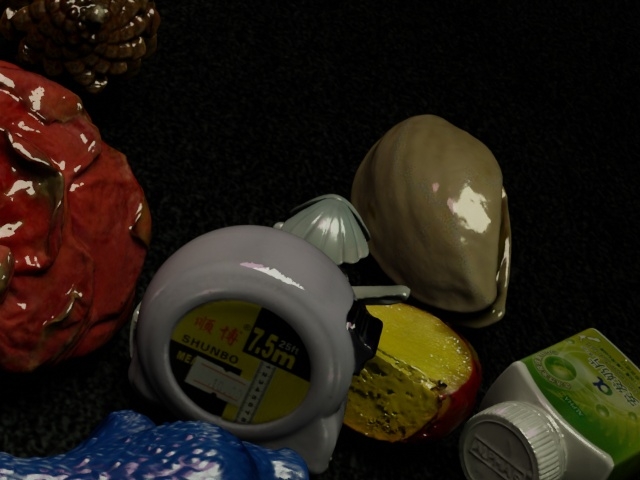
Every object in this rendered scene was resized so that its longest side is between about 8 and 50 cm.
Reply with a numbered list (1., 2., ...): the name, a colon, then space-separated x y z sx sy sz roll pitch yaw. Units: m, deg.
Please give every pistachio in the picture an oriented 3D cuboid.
1. pistachio: 0.117 -0.022 1.290 0.238 0.153 0.138 62 9 33

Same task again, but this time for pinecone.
1. pinecone: -0.235 -0.222 1.286 0.173 0.173 0.173 17 39 -14

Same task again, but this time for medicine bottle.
1. medicine bottle: 0.213 0.167 1.165 0.188 0.088 0.132 -17 57 -44

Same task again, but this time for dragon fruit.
1. dragon fruit: -0.243 -0.028 0.983 0.317 0.152 0.205 32 27 -20

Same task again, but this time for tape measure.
1. tape measure: -0.047 0.074 1.035 0.196 0.178 0.105 27 30 -2

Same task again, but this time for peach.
1. peach: 0.050 0.113 1.124 0.172 0.092 0.127 17 31 -7

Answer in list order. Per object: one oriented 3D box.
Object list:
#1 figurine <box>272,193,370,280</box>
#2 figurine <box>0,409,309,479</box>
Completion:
1. figurine: 0.000 0.000 1.247 0.094 0.082 0.086 17 55 2
2. figurine: -0.126 0.181 0.911 0.262 0.121 0.164 -1 50 -30
